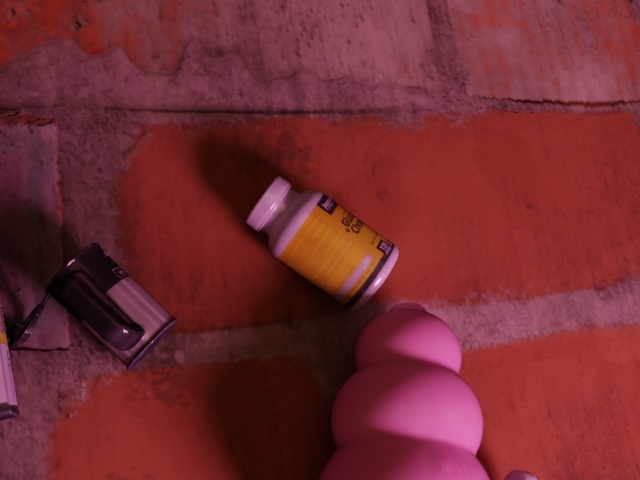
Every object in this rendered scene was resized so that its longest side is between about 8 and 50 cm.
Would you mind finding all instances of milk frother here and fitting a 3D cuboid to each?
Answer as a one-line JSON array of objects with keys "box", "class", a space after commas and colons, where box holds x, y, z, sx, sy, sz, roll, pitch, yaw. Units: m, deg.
[{"box": [-0.268, 0.102, 0.953, 0.135, 0.129, 0.143, 43, 109, 2], "class": "milk frother"}]

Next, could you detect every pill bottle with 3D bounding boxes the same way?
[{"box": [0.000, 0.000, 1.051, 0.184, 0.103, 0.103, 35, 66, -3], "class": "pill bottle"}]

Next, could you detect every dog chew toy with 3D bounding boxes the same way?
[{"box": [0.100, 0.230, 0.956, 0.207, 0.206, 0.331, 12, 61, -12], "class": "dog chew toy"}]

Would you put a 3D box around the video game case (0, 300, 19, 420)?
[{"box": [-0.485, 0.100, 0.887, 0.275, 0.035, 0.248, -13, 76, -9], "class": "video game case"}]

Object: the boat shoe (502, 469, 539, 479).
[{"box": [0.255, 0.413, 0.998, 0.084, 0.095, 0.258, 10, 79, -17], "class": "boat shoe"}]
